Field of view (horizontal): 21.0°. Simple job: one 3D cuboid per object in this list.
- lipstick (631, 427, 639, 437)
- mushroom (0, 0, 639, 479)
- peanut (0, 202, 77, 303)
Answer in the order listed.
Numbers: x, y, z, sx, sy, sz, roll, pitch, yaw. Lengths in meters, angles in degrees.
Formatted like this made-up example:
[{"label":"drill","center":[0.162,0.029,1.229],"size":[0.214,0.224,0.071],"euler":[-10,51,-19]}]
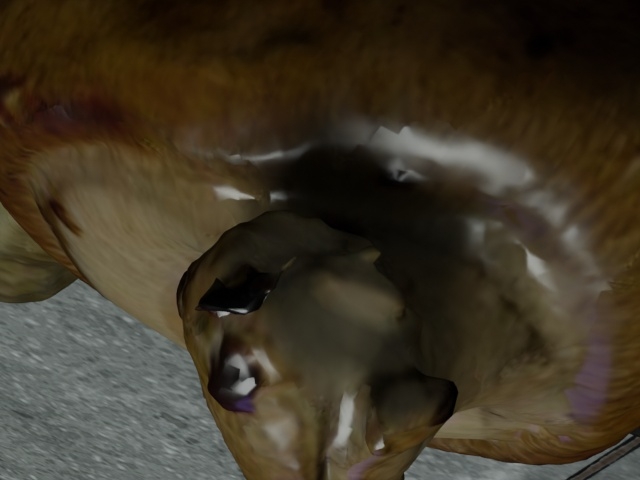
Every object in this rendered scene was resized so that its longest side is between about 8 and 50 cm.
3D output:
[{"label":"lipstick","center":[0.226,0.079,0.876],"size":[0.300,0.081,0.081],"euler":[16,155,12]},{"label":"mushroom","center":[0.000,0.000,0.703],"size":[0.345,0.259,0.345],"euler":[21,155,10]},{"label":"peanut","center":[-0.166,-0.035,0.970],"size":[0.136,0.120,0.298],"euler":[55,151,-7]}]
